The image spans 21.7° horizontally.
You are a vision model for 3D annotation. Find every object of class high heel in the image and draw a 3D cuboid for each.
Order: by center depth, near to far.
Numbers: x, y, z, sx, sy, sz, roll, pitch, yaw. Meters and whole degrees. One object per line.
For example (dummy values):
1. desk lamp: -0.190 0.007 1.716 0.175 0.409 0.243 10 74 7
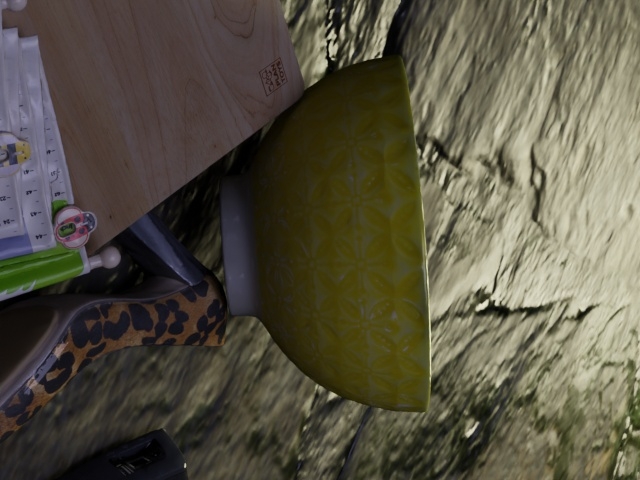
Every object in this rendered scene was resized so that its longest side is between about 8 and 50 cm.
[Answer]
1. high heel: -0.170 0.104 1.286 0.261 0.093 0.186 -57 134 -23

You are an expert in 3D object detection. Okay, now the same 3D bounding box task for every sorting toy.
1. sorting toy: -0.158 -0.159 1.207 0.255 0.089 0.257 -39 129 -29

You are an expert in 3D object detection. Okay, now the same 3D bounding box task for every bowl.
1. bowl: 0.000 0.000 1.353 0.156 0.289 0.289 -4 114 -1

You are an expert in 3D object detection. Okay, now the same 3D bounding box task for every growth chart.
1. growth chart: -0.240 -0.053 1.100 0.172 0.021 0.237 -23 122 -17

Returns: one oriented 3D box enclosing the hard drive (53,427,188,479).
1. hard drive: -0.200 0.278 1.347 0.254 0.054 0.172 -28 123 -36
